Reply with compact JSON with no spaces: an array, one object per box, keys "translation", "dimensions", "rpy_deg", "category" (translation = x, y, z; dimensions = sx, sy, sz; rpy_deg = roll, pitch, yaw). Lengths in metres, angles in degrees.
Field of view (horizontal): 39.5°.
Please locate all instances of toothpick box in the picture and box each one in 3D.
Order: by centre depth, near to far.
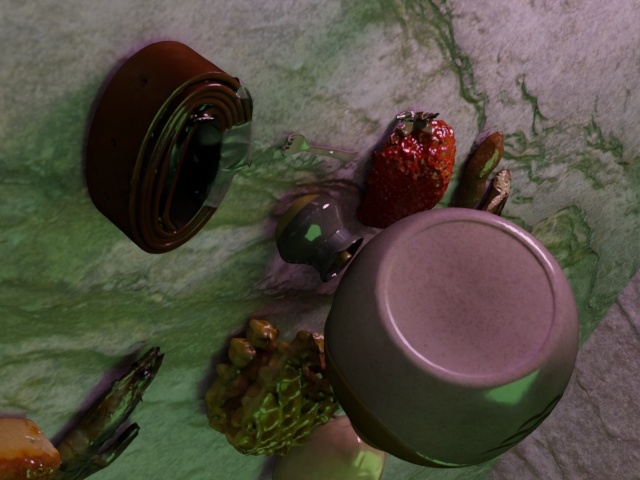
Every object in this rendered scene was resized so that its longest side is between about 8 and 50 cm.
[{"translation":[0.202,0.171,1.491],"dimensions":[0.409,0.409,0.425],"rpy_deg":[-37,160,-20],"category":"toothpick box"}]

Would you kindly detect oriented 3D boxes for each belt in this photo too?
[{"translation":[-0.181,-0.107,1.082],"dimensions":[0.184,0.105,0.261],"rpy_deg":[-18,138,-46],"category":"belt"}]

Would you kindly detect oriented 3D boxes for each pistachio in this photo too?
[{"translation":[0.017,0.503,1.981],"dimensions":[0.194,0.214,0.318],"rpy_deg":[-5,141,-54],"category":"pistachio"}]

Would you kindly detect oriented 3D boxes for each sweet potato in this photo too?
[{"translation":[0.312,-0.124,1.795],"dimensions":[0.065,0.051,0.218],"rpy_deg":[-3,130,-35],"category":"sweet potato"}]

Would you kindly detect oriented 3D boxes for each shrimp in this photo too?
[{"translation":[-0.323,0.288,1.420],"dimensions":[0.296,0.058,0.169],"rpy_deg":[-48,159,6],"category":"shrimp"}]

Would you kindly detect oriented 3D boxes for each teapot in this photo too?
[{"translation":[0.000,0.000,1.436],"dimensions":[0.130,0.119,0.165],"rpy_deg":[-47,167,-5],"category":"teapot"}]

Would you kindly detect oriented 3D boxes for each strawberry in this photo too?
[{"translation":[0.166,-0.109,1.556],"dimensions":[0.175,0.107,0.235],"rpy_deg":[-31,147,-29],"category":"strawberry"}]

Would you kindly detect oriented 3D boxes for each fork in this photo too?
[{"translation":[0.001,-0.142,1.380],"dimensions":[0.219,0.028,0.034],"rpy_deg":[-3,120,-58],"category":"fork"}]

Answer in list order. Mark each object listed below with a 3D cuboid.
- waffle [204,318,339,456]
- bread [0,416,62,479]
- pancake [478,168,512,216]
[{"translation":[-0.071,0.275,1.653],"dimensions":[0.261,0.151,0.324],"rpy_deg":[-54,150,3],"category":"waffle"},{"translation":[-0.498,0.327,1.160],"dimensions":[0.184,0.114,0.275],"rpy_deg":[-54,149,9],"category":"bread"},{"translation":[0.328,-0.013,1.935],"dimensions":[0.257,0.056,0.212],"rpy_deg":[-43,158,-26],"category":"pancake"}]
